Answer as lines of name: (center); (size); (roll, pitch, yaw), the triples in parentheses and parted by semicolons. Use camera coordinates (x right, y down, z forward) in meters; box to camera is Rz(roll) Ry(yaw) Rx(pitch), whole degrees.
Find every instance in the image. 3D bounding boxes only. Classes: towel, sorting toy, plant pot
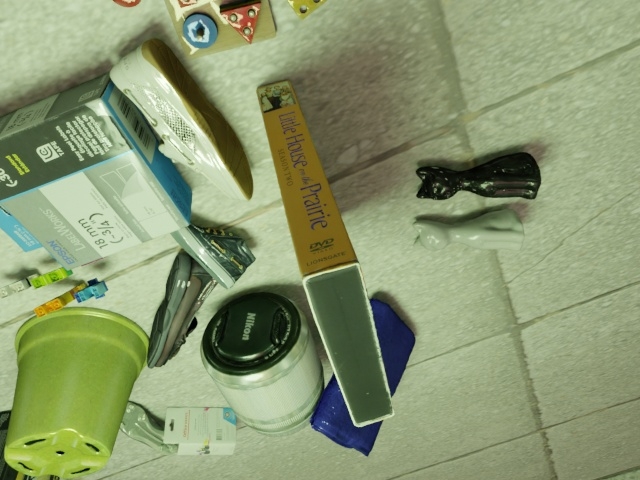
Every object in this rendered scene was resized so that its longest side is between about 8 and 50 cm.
towel: (0.099, 0.305, 1.117); (0.076, 0.308, 0.227); (11, 154, 40)
sorting toy: (-0.128, -0.314, 0.655); (0.275, 0.046, 0.132); (-14, 133, 1)
plant pot: (-0.500, 0.319, 1.006); (0.276, 0.253, 0.276); (-5, 131, -6)

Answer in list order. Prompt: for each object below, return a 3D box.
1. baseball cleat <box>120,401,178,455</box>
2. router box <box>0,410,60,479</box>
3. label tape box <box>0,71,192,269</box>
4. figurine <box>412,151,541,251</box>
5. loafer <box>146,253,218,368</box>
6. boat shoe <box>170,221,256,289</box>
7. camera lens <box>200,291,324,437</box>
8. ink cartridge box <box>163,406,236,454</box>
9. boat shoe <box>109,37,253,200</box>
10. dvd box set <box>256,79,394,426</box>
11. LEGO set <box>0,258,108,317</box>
baseball cleat: (-0.461, 0.490, 1.289); (0.206, 0.072, 0.109); (49, 146, -17)
router box: (-0.723, 0.600, 1.175); (0.081, 0.308, 0.242); (-7, 133, -3)
label tape box: (-0.406, -0.078, 0.770); (0.334, 0.105, 0.240); (-20, 131, 6)
figurine: (0.279, -0.060, 0.945); (0.210, 0.092, 0.214); (-3, 133, 2)
loafer: (-0.280, 0.158, 1.010); (0.095, 0.109, 0.302); (11, 126, -25)
boat shoe: (-0.203, -0.002, 0.914); (0.083, 0.065, 0.183); (-48, 110, -23)
camera lens: (-0.113, 0.262, 1.053); (0.220, 0.219, 0.274); (-14, 132, 1)
ink cartridge box: (-0.315, 0.498, 1.302); (0.182, 0.104, 0.061); (8, 129, -16)
boat shoe: (-0.200, -0.160, 0.751); (0.096, 0.098, 0.277); (-21, 128, 16)
dvd box set: (0.000, 0.000, 0.707); (0.062, 0.420, 0.307); (-17, 132, 0)
LEGO set: (-0.460, 0.078, 0.923); (0.227, 0.093, 0.087); (-19, 101, 13)
